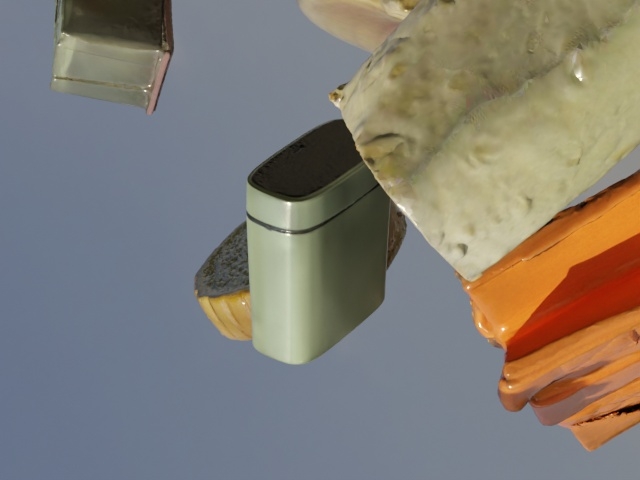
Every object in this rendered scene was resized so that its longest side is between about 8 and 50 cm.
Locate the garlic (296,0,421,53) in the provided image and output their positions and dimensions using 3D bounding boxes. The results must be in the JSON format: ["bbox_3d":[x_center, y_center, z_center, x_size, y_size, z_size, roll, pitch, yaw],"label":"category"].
[{"bbox_3d":[0.107,-0.331,1.831,0.340,0.246,0.231,22,-95,-70],"label":"garlic"}]

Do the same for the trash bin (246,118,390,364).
[{"bbox_3d":[0.000,0.000,1.045,0.116,0.059,0.130,-36,-43,-43],"label":"trash bin"}]

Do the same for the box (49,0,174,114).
[{"bbox_3d":[-0.118,-0.122,0.879,0.063,0.060,0.085,6,-126,-16],"label":"box"}]

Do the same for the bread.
[{"bbox_3d":[-0.020,0.016,1.573,0.070,0.236,0.236,57,-156,-19],"label":"bread"}]

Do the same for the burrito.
[{"bbox_3d":[0.139,-0.124,0.802,0.143,0.299,0.105,47,-172,18],"label":"burrito"}]

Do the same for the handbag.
[{"bbox_3d":[0.281,0.041,1.246,0.116,0.303,0.410,65,-171,20],"label":"handbag"}]
